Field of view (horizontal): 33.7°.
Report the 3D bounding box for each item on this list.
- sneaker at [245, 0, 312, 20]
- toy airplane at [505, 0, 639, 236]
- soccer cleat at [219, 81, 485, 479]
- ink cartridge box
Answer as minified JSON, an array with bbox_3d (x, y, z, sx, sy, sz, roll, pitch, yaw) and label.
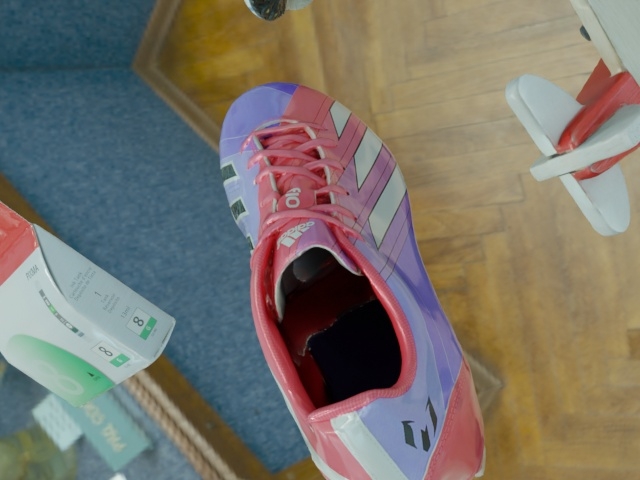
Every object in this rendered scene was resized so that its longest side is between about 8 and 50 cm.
[{"bbox_3d":[-0.072,-0.379,1.564,0.086,0.237,0.085,31,110,8],"label":"sneaker"},{"bbox_3d":[0.374,-0.183,1.113,0.272,0.386,0.384,-28,56,42],"label":"toy airplane"},{"bbox_3d":[0.000,0.000,0.449,0.083,0.095,0.248,-27,49,8],"label":"soccer cleat"},{"bbox_3d":[-0.261,0.052,0.932,0.224,0.056,0.181,35,145,-17],"label":"ink cartridge box"}]
